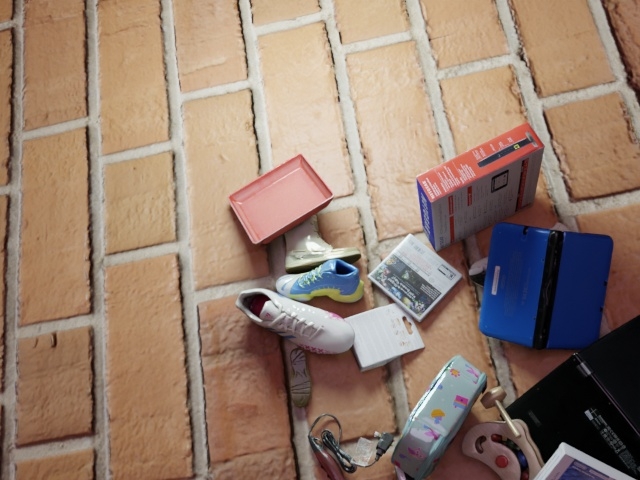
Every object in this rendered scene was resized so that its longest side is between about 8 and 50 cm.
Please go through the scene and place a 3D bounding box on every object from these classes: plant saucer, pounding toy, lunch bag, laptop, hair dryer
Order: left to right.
[{"bbox_3d":[-0.110,-0.111,2.111,0.258,0.048,0.259,-32,41,-3],"label":"plant saucer"},{"bbox_3d":[0.051,0.587,1.826,0.223,0.080,0.293,6,62,30],"label":"hair dryer"},{"bbox_3d":[0.278,0.414,1.741,0.108,0.224,0.279,32,57,18],"label":"lunch bag"},{"bbox_3d":[0.412,0.490,1.724,0.154,0.155,0.269,-30,70,16],"label":"pounding toy"},{"bbox_3d":[0.719,0.434,1.739,0.408,0.236,0.382,-50,61,30],"label":"laptop"}]

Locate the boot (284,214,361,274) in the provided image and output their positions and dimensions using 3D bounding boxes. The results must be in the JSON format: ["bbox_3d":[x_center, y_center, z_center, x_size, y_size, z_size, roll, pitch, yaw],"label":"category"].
[{"bbox_3d":[0.000,0.000,2.070,0.213,0.077,0.165,-10,63,7],"label":"boot"}]

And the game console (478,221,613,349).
[{"bbox_3d":[0.559,0.113,1.862,0.250,0.173,0.293,12,98,39],"label":"game console"}]

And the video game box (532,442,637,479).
[{"bbox_3d":[0.564,0.559,1.621,0.205,0.048,0.187,27,115,-1],"label":"video game box"}]

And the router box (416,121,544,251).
[{"bbox_3d":[0.403,-0.125,1.900,0.301,0.335,0.082,-26,66,-1],"label":"router box"}]

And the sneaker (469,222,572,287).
[{"bbox_3d":[0.527,0.040,1.947,0.292,0.110,0.118,-18,41,8],"label":"sneaker"}]

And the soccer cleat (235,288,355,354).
[{"bbox_3d":[-0.075,0.212,1.935,0.331,0.143,0.116,18,87,26],"label":"soccer cleat"}]

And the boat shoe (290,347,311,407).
[{"bbox_3d":[-0.053,0.359,1.948,0.056,0.048,0.153,-9,72,2],"label":"boat shoe"}]

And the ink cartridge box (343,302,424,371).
[{"bbox_3d":[0.162,0.249,1.961,0.179,0.045,0.145,-15,63,-16],"label":"ink cartridge box"}]

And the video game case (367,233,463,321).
[{"bbox_3d":[0.253,0.098,2.003,0.190,0.022,0.173,41,76,22],"label":"video game case"}]

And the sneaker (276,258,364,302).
[{"bbox_3d":[-0.002,0.094,1.993,0.240,0.126,0.091,2,41,5],"label":"sneaker"}]

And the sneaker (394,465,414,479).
[{"bbox_3d":[0.261,0.608,1.765,0.121,0.079,0.217,-19,72,-3],"label":"sneaker"}]
